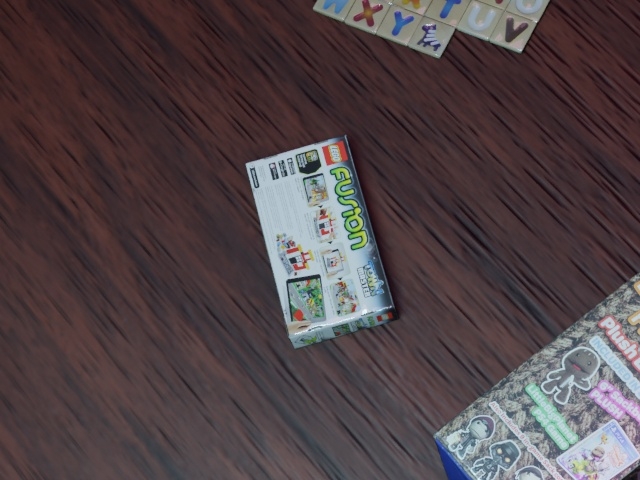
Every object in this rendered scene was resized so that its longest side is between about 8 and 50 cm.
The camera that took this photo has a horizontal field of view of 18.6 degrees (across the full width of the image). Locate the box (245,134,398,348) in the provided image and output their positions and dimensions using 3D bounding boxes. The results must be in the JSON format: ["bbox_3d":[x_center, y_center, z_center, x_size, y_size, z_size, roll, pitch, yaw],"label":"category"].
[{"bbox_3d":[0.000,0.000,2.030,0.114,0.036,0.207,-15,65,2],"label":"box"}]

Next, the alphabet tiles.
[{"bbox_3d":[0.139,-0.294,2.152,0.237,0.009,0.198,23,72,19],"label":"alphabet tiles"}]

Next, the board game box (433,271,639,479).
[{"bbox_3d":[0.269,0.175,1.800,0.291,0.232,0.141,-37,66,-8],"label":"board game box"}]
